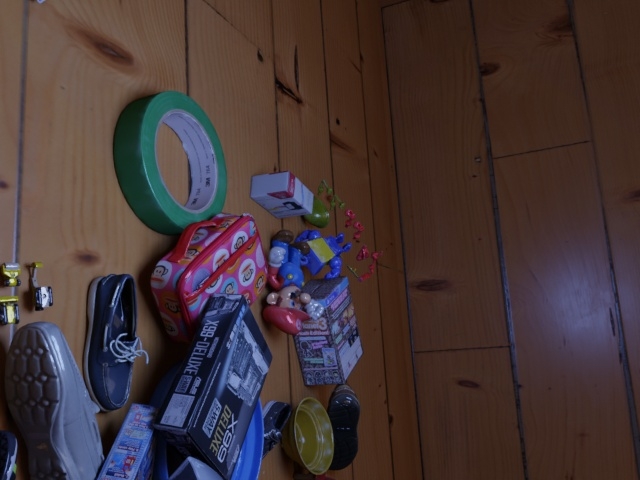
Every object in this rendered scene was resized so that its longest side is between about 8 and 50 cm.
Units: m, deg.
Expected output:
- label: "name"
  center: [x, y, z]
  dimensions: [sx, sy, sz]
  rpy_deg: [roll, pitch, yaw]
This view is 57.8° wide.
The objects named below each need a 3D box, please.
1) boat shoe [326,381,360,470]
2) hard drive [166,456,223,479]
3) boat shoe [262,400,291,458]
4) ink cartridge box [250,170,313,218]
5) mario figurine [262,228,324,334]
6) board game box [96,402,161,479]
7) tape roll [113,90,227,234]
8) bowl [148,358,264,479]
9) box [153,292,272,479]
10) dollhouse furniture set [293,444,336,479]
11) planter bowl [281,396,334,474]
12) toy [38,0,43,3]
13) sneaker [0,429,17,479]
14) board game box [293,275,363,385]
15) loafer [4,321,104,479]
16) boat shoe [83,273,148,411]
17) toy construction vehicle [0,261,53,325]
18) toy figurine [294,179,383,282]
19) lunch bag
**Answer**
- label: "boat shoe"
  center: [0.067, 0.598, 1.874]
  dimensions: [0.120, 0.123, 0.323]
  rpy_deg: [-92, -168, -63]
- label: "hard drive"
  center: [-0.240, 0.501, 1.053]
  dimensions: [0.172, 0.054, 0.254]
  rpy_deg: [-46, 150, -22]
- label: "boat shoe"
  center: [-0.136, 0.517, 1.555]
  dimensions: [0.228, 0.076, 0.080]
  rpy_deg: [-51, 129, -61]
- label: "ink cartridge box"
  center: [-0.114, -0.136, 1.761]
  dimensions: [0.175, 0.128, 0.072]
  rpy_deg: [40, 48, -58]
- label: "mario figurine"
  center: [-0.069, 0.123, 1.706]
  dimensions: [0.170, 0.198, 0.320]
  rpy_deg: [119, -25, -53]
- label: "board game box"
  center: [-0.341, 0.422, 1.009]
  dimensions: [0.194, 0.060, 0.194]
  rpy_deg: [-87, -172, -75]
- label: "tape roll"
  center: [-0.330, -0.173, 1.324]
  dimensions: [0.321, 0.077, 0.321]
  rpy_deg: [-9, 90, -68]
- label: "bowl"
  center: [-0.253, 0.444, 1.299]
  dimensions: [0.391, 0.077, 0.390]
  rpy_deg: [-8, 90, -67]
- label: "box"
  center: [-0.205, 0.301, 1.192]
  dimensions: [0.242, 0.077, 0.307]
  rpy_deg: [74, 26, -44]
- label: "dollhouse furniture set"
  center: [0.014, 0.822, 1.711]
  dimensions: [0.201, 0.152, 0.373]
  rpy_deg: [58, 33, -45]
- label: "planter bowl"
  center: [-0.052, 0.577, 1.700]
  dimensions: [0.217, 0.090, 0.217]
  rpy_deg: [42, 37, -44]
- label: "toy"
  center: [-0.522, -0.559, 1.019]
  dimensions: [0.136, 0.056, 0.237]
  rpy_deg: [-75, 148, -46]
- label: "sneaker"
  center: [-0.477, 0.390, 0.813]
  dimensions: [0.097, 0.084, 0.234]
  rpy_deg: [91, 3, -65]
- label: "board game box"
  center: [0.020, 0.294, 1.919]
  dimensions: [0.232, 0.141, 0.290]
  rpy_deg: [-36, 116, -65]
- label: "loafer"
  center: [-0.418, 0.276, 0.931]
  dimensions: [0.111, 0.112, 0.319]
  rpy_deg: [-47, 135, -72]
- label: "boat shoe"
  center: [-0.377, 0.189, 1.083]
  dimensions: [0.095, 0.079, 0.254]
  rpy_deg: [26, 59, -64]
- label: "toy construction vehicle"
  center: [-0.483, 0.084, 0.935]
  dimensions: [0.086, 0.035, 0.098]
  rpy_deg: [-3, 83, -57]
- label: "toy figurine"
  center: [0.000, 0.000, 1.896]
  dimensions: [0.217, 0.191, 0.362]
  rpy_deg: [-25, 71, -35]
- label: "lunch bag"
  center: [-0.244, 0.070, 1.300]
  dimensions: [0.293, 0.120, 0.258]
  rpy_deg: [-50, 141, -44]
